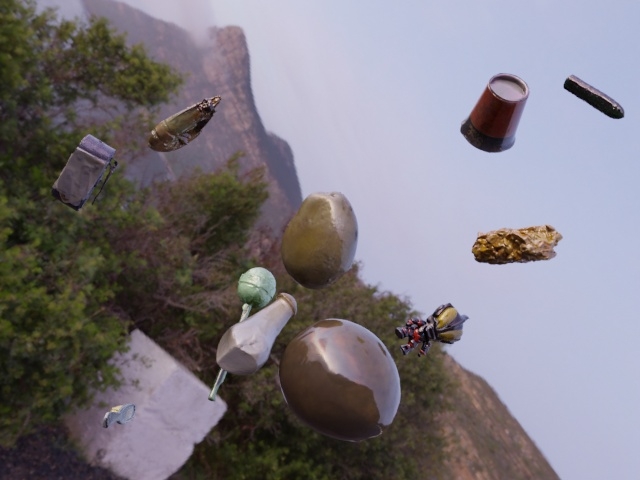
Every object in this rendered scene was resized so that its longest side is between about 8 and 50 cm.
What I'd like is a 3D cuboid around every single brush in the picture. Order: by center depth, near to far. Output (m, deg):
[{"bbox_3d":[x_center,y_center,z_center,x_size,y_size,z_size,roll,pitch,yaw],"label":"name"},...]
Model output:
[{"bbox_3d":[-0.686,0.580,2.016,0.297,0.060,0.068,92,7,-79],"label":"brush"}]

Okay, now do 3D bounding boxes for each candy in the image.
[{"bbox_3d":[-0.248,0.272,1.811,0.119,0.440,0.119,15,-32,10],"label":"candy"}]

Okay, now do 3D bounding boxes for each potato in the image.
[{"bbox_3d":[0.000,0.000,1.376,0.178,0.235,0.160,19,11,16],"label":"potato"}]

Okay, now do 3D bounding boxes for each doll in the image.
[{"bbox_3d":[0.358,0.281,1.890,0.088,0.249,0.127,-127,-152,-53],"label":"doll"}]

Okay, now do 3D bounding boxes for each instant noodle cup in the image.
[{"bbox_3d":[0.380,-0.277,1.294,0.127,0.127,0.135,56,-24,27],"label":"instant noodle cup"}]

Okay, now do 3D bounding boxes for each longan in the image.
[{"bbox_3d":[0.038,0.264,1.144,0.246,0.215,0.246,36,30,-24],"label":"longan"}]

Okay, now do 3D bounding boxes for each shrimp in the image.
[{"bbox_3d":[-0.393,-0.343,1.800,0.061,0.267,0.145,59,16,23],"label":"shrimp"}]

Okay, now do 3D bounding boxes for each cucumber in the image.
[{"bbox_3d":[0.498,-0.258,1.097,0.133,0.032,0.032,54,-4,39],"label":"cucumber"}]

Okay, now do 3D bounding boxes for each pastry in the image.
[{"bbox_3d":[0.529,0.013,1.656,0.250,0.154,0.102,-8,-90,63],"label":"pastry"}]

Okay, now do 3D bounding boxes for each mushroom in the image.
[{"bbox_3d":[-0.140,0.203,1.331,0.103,0.118,0.270,52,27,-6],"label":"mushroom"}]

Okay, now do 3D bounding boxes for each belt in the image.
[{"bbox_3d":[-0.730,-0.204,1.887,0.126,0.230,0.139,33,10,-15],"label":"belt"}]
